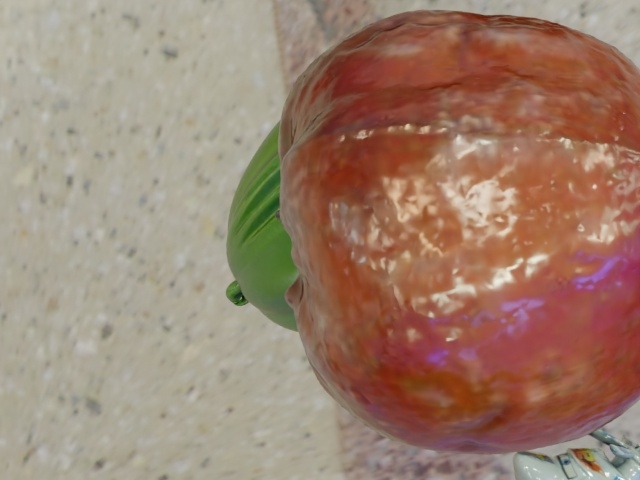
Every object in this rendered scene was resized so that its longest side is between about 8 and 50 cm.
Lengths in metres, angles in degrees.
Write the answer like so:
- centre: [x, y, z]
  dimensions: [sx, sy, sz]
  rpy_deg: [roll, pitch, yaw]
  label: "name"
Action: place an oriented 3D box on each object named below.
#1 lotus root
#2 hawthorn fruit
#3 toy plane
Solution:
- centre: [0.000, 0.000, 1.257]
  dimensions: [0.186, 0.186, 0.186]
  rpy_deg: [2, 79, -10]
  label: "lotus root"
- centre: [0.111, -0.010, 0.940]
  dimensions: [0.271, 0.242, 0.242]
  rpy_deg: [-7, 81, 6]
  label: "hawthorn fruit"
- centre: [0.255, 0.230, 1.376]
  dimensions: [0.273, 0.182, 0.107]
  rpy_deg: [35, 98, -32]
  label: "toy plane"
